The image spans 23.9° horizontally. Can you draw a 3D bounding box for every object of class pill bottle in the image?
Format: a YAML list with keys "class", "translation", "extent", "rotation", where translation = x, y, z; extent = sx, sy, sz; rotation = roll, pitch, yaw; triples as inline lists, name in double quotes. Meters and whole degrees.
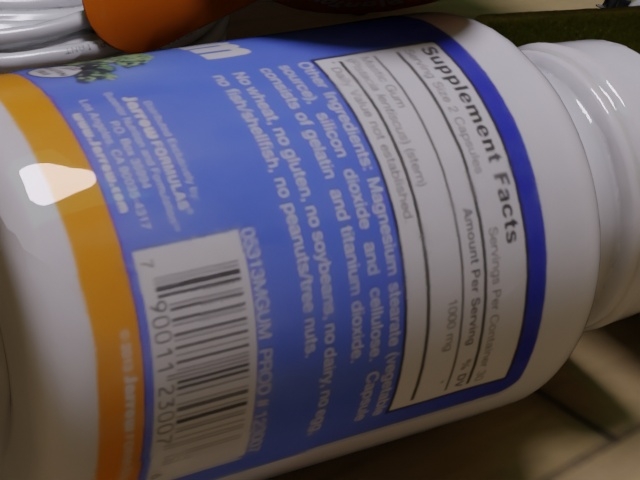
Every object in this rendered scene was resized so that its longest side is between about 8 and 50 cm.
- class: "pill bottle"
  translation: [0.000, 0.000, 0.536]
  extent: [0.272, 0.152, 0.152]
  rotation: [-13, 37, -30]

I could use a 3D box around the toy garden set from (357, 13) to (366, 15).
- class: "toy garden set"
  translation: [-0.053, -0.224, 1.020]
  extent: [0.244, 0.049, 0.204]
  rotation: [9, 30, 0]

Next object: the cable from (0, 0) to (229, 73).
- class: "cable"
  translation: [-0.175, -0.120, 0.771]
  extent: [0.257, 0.089, 0.257]
  rotation: [-1, 32, -15]

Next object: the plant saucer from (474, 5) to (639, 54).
- class: "plant saucer"
  translation: [0.175, -0.030, 0.700]
  extent: [0.188, 0.045, 0.188]
  rotation: [-11, 54, -41]

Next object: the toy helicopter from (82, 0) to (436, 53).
- class: "toy helicopter"
  translation: [0.054, -0.142, 0.659]
  extent: [0.355, 0.140, 0.235]
  rotation: [2, -10, -40]

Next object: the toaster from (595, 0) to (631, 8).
- class: "toaster"
  translation: [0.296, -0.221, 1.013]
  extent: [0.227, 0.146, 0.129]
  rotation: [-1, 31, -17]

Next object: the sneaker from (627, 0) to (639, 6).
- class: "sneaker"
  translation: [0.304, -0.121, 0.898]
  extent: [0.240, 0.091, 0.126]
  rotation: [17, 30, 15]
